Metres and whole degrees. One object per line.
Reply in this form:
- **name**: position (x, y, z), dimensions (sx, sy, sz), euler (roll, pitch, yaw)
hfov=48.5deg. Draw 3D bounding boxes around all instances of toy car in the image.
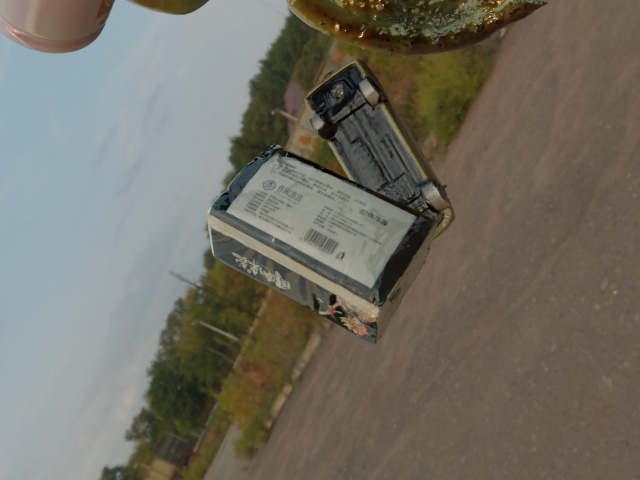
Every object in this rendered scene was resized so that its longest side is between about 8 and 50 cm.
- **toy car**: position (0.085, -0.105, 0.926), dimensions (0.101, 0.256, 0.124), euler (-34, -15, 19)

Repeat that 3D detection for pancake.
- **pancake**: position (0.130, -0.345, 1.022), dimensions (0.197, 0.377, 0.054), euler (74, -158, -45)

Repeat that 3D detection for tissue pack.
- **tissue pack**: position (-0.001, -0.001, 0.608), dimensions (0.103, 0.170, 0.090), euler (-54, -17, -25)

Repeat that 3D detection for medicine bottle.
- **medicine bottle**: position (-0.378, -0.440, 1.032), dimensions (0.316, 0.202, 0.202), euler (-36, 26, 54)

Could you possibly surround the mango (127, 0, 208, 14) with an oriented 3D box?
- **mango**: position (-0.188, -0.315, 0.791), dimensions (0.191, 0.122, 0.085), euler (24, -112, -67)
